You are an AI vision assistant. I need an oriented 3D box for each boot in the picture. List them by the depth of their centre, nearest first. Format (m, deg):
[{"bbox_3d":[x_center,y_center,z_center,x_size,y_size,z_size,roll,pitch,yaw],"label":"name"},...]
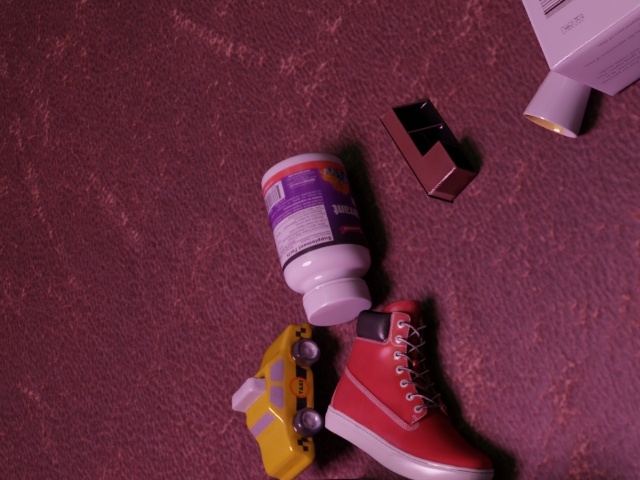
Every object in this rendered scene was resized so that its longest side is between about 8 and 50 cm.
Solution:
[{"bbox_3d":[0.111,0.164,1.364,0.244,0.088,0.176,23,97,48],"label":"boot"}]

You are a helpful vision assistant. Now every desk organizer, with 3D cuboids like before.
[{"bbox_3d":[0.125,-0.109,1.423,0.050,0.047,0.130,-47,54,26],"label":"desk organizer"}]

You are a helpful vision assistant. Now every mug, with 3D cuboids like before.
[{"bbox_3d":[0.250,-0.153,1.298,0.078,0.062,0.064,26,93,37],"label":"mug"}]

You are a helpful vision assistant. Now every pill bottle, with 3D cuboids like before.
[{"bbox_3d":[0.000,0.000,1.483,0.108,0.108,0.193,-33,61,36],"label":"pill bottle"}]

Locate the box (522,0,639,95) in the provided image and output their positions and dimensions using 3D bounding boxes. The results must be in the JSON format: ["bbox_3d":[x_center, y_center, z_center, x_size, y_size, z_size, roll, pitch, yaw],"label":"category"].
[{"bbox_3d":[0.302,-0.275,1.225,0.182,0.119,0.181,-35,60,35],"label":"box"}]

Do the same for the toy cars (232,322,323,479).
[{"bbox_3d":[-0.084,0.291,1.492,0.176,0.087,0.393,-151,74,-68],"label":"toy cars"}]

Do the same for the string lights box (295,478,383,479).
[{"bbox_3d":[-0.001,0.302,1.323,0.133,0.260,0.077,-5,80,43],"label":"string lights box"}]
